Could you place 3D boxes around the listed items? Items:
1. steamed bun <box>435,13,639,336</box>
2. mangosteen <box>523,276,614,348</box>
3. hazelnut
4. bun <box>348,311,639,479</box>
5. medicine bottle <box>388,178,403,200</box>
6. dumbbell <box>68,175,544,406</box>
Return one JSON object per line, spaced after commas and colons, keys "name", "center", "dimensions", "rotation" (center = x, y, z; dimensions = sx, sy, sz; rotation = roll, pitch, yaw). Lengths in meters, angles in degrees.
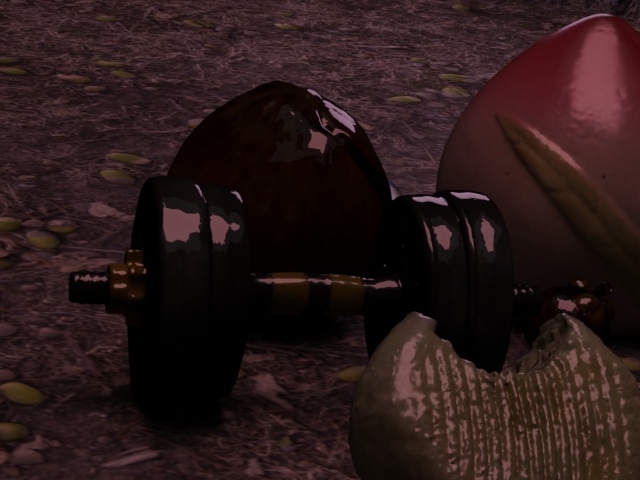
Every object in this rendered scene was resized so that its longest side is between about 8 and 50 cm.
{"name": "steamed bun", "center": [0.261, -0.075, 1.782], "dimensions": [0.309, 0.309, 0.309], "rotation": [6, 17, -2]}
{"name": "mangosteen", "center": [0.219, 0.073, 1.637], "dimensions": [0.081, 0.081, 0.081], "rotation": [6, 17, -2]}
{"name": "hazelnut", "center": [-0.047, -0.037, 1.673], "dimensions": [0.218, 0.218, 0.234], "rotation": [-6, 29, -35]}
{"name": "bun", "center": [0.118, 0.139, 1.266], "dimensions": [0.212, 0.126, 0.204], "rotation": [26, 51, -4]}
{"name": "medicine bottle", "center": [0.079, -0.005, 1.831], "dimensions": [0.054, 0.090, 0.208], "rotation": [-35, 21, 2]}
{"name": "dumbbell", "center": [-0.006, 0.044, 1.477], "dimensions": [0.388, 0.185, 0.185], "rotation": [3, 18, -15]}
